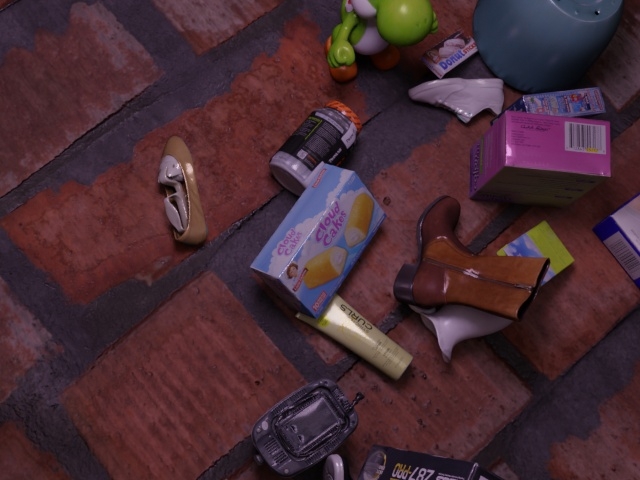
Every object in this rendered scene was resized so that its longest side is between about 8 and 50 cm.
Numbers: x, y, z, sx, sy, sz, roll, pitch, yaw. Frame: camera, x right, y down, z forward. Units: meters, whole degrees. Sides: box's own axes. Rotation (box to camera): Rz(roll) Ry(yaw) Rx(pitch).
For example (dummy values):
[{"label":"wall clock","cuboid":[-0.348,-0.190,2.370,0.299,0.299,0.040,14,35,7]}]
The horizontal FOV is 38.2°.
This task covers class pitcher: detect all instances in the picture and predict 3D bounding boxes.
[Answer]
[{"label":"pitcher","cuboid":[0.293,0.120,1.860,0.207,0.125,0.177,-32,65,-5]}]

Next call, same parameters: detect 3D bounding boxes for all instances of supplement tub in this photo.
[{"label":"supplement tub","cuboid":[-0.007,-0.189,1.892,0.117,0.117,0.190,39,74,3]}]

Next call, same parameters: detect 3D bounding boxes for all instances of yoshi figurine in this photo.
[{"label":"yoshi figurine","cuboid":[0.124,-0.417,1.843,0.203,0.362,0.203,22,73,-2]}]

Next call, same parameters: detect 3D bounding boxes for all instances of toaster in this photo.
[{"label":"toaster","cuboid":[-0.027,0.346,1.731,0.227,0.146,0.129,-35,83,-15]}]

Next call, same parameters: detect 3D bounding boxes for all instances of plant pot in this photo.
[{"label":"plant pot","cuboid":[0.502,-0.493,1.965,0.293,0.235,0.292,3,74,-12]}]

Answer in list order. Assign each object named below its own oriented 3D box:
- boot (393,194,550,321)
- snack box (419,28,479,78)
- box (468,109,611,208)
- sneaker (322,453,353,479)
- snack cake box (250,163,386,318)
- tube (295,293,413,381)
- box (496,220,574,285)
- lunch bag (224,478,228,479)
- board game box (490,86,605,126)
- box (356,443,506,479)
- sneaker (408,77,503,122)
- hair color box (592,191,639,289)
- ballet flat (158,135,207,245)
[{"label":"boot","cuboid":[0.307,0.025,1.796,0.264,0.281,0.096,-57,134,-31]},{"label":"snack box","cuboid":[0.283,-0.405,1.998,0.064,0.022,0.178,45,46,6]},{"label":"box","cuboid":[0.440,-0.160,1.881,0.214,0.243,0.117,5,76,-6]},{"label":"sneaker","cuboid":[0.072,0.476,1.712,0.121,0.079,0.216,-8,118,-15]},{"label":"snack cake box","cuboid":[0.000,0.000,1.818,0.089,0.152,0.264,19,68,43]},{"label":"tube","cuboid":[0.071,0.186,1.837,0.240,0.062,0.070,37,33,8]},{"label":"box","cuboid":[0.437,0.037,1.894,0.178,0.042,0.109,-27,79,-43]},{"label":"lunch bag","cuboid":[-0.201,0.596,1.634,0.235,0.169,0.287,-30,74,-11]},{"label":"board game box","cuboid":[0.484,-0.266,1.945,0.194,0.194,0.060,-11,84,-10]},{"label":"box","cuboid":[0.300,0.485,1.594,0.395,0.318,0.097,33,73,-21]},{"label":"sneaker","cuboid":[0.295,-0.299,1.991,0.212,0.080,0.094,-3,91,-8]},{"label":"hair color box","cuboid":[0.776,-0.057,1.975,0.339,0.110,0.185,-34,81,-17]},{"label":"ballet flat","cuboid":[-0.283,-0.103,1.843,0.073,0.080,0.232,-5,73,-49]}]
